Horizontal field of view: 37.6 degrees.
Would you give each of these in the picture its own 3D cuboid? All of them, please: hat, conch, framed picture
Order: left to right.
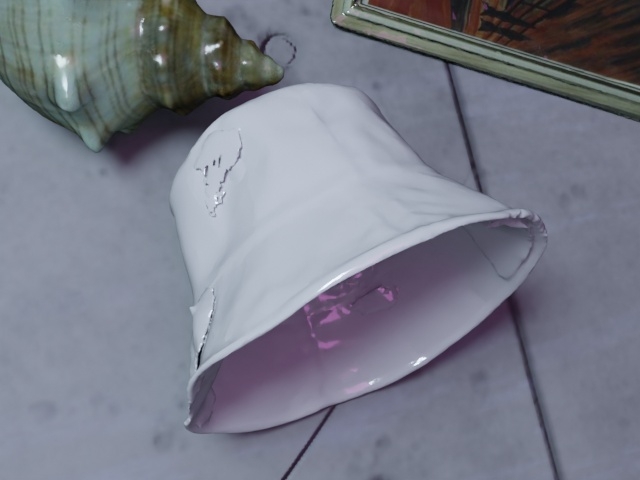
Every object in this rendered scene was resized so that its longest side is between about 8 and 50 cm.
[{"bbox_3d":[-0.130,-0.134,0.493,0.234,0.114,0.137,38,57,-1],"label":"conch"},{"bbox_3d":[0.000,0.000,0.482,0.203,0.203,0.126,-16,64,-19],"label":"hat"},{"bbox_3d":[0.151,-0.205,0.641,0.273,0.016,0.216,13,75,-14],"label":"framed picture"}]
